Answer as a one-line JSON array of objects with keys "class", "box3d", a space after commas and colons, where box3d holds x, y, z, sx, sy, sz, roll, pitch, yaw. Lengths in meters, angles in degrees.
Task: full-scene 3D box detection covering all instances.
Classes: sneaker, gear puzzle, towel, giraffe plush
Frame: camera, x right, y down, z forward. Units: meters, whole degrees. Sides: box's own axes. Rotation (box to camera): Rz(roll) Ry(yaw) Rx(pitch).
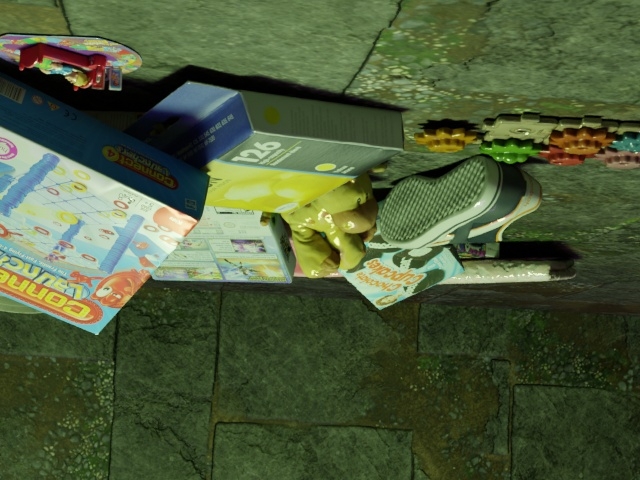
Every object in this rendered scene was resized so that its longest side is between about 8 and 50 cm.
[{"class": "sneaker", "box3d": [0.218, -0.046, 1.879, 0.128, 0.126, 0.321, 13, 166, -26]}, {"class": "gear puzzle", "box3d": [0.294, -0.126, 1.589, 0.339, 0.044, 0.175, 3, 172, -2]}, {"class": "towel", "box3d": [0.390, 0.069, 2.690, 0.332, 0.053, 0.317, -4, 178, 24]}, {"class": "giraffe plush", "box3d": [0.027, -0.060, 1.855, 0.210, 0.181, 0.170, 42, 145, -16]}]

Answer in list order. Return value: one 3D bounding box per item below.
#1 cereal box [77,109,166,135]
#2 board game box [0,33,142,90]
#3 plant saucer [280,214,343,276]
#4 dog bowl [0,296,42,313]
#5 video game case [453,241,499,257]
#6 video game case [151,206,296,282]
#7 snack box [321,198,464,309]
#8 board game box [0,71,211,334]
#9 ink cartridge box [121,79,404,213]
[{"class": "cereal box", "box3d": [-0.333, -0.139, 1.675, 0.240, 0.047, 0.173, 2, 168, 6]}, {"class": "board game box", "box3d": [-0.288, -0.196, 1.343, 0.169, 0.033, 0.133, 2, 172, 1]}, {"class": "plant saucer", "box3d": [0.000, 0.000, 2.326, 0.332, 0.084, 0.332, 0, 165, 0]}, {"class": "dog bowl", "box3d": [-0.657, 0.024, 2.373, 0.349, 0.102, 0.348, 8, 151, 4]}, {"class": "video game case", "box3d": [0.234, 0.016, 2.575, 0.232, 0.041, 0.210, -6, 170, 44]}, {"class": "video game case", "box3d": [-0.199, -0.019, 2.075, 0.270, 0.061, 0.244, 1, 143, 15]}, {"class": "snack box", "box3d": [0.134, 0.022, 2.169, 0.187, 0.060, 0.322, -25, 153, 12]}, {"class": "board game box", "box3d": [-0.352, -0.037, 1.538, 0.308, 0.086, 0.302, 26, 134, -22]}, {"class": "ink cartridge box", "box3d": [-0.099, -0.112, 1.563, 0.307, 0.072, 0.304, 2, 165, -32]}]
